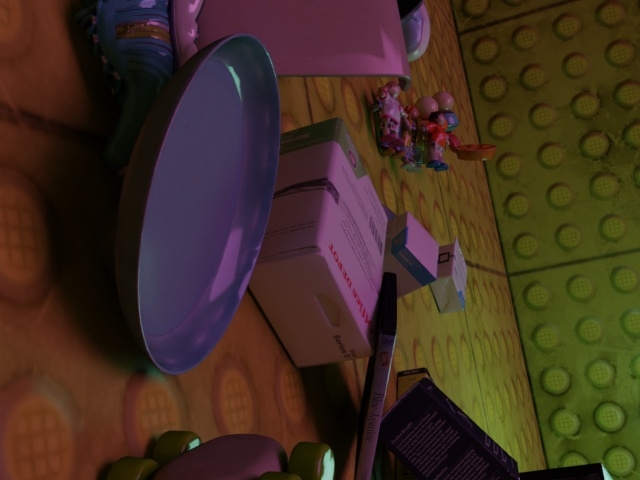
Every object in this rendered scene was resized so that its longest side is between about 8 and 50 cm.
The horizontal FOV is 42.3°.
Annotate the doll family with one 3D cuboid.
[{"bbox_3d":[0.171,-0.249,1.787,0.263,0.118,0.163,22,62,-45],"label":"doll family"}]

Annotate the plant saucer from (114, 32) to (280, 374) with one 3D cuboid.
[{"bbox_3d":[-0.110,-0.035,0.767,0.317,0.044,0.317,12,90,-78],"label":"plant saucer"}]

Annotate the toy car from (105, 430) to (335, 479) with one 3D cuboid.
[{"bbox_3d":[-0.077,0.266,0.687,0.149,0.155,0.188,-13,102,-71],"label":"toy car"}]

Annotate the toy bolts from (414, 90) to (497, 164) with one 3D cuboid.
[{"bbox_3d":[0.328,-0.291,2.077,0.228,0.219,0.158,-62,149,-72],"label":"toy bolts"}]

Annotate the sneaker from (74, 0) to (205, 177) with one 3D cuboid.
[{"bbox_3d":[-0.181,-0.187,0.782,0.110,0.107,0.275,18,62,-34],"label":"sneaker"}]

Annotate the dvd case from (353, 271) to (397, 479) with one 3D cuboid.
[{"bbox_3d":[0.076,0.191,1.135,0.180,0.022,0.252,-76,174,-68],"label":"dvd case"}]

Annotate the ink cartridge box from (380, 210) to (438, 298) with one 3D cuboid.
[{"bbox_3d":[0.111,0.037,1.368,0.090,0.143,0.092,46,32,-26],"label":"ink cartridge box"}]

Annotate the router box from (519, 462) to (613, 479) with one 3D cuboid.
[{"bbox_3d":[0.433,0.524,1.679,0.243,0.309,0.080,42,39,-57],"label":"router box"}]

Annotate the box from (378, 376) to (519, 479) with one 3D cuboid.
[{"bbox_3d":[0.196,0.321,1.280,0.207,0.108,0.153,43,4,14],"label":"box"}]

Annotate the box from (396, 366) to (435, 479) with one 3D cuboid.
[{"bbox_3d":[0.172,0.342,1.447,0.232,0.058,0.087,-85,154,-43],"label":"box"}]

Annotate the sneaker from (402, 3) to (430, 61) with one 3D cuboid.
[{"bbox_3d":[0.133,-0.576,1.850,0.150,0.135,0.365,6,64,-62],"label":"sneaker"}]

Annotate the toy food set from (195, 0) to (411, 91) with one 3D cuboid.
[{"bbox_3d":[-0.042,-0.281,0.980,0.092,0.306,0.219,153,-70,-64],"label":"toy food set"}]

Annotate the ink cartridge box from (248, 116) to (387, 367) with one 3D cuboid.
[{"bbox_3d":[0.000,0.000,1.097,0.272,0.115,0.198,-79,150,-48],"label":"ink cartridge box"}]

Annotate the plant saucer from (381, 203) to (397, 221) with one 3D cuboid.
[{"bbox_3d":[0.142,0.012,1.607,0.195,0.038,0.194,-13,90,-72],"label":"plant saucer"}]

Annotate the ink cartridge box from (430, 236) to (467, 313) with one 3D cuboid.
[{"bbox_3d":[0.308,0.081,1.988,0.180,0.060,0.104,-70,142,-57],"label":"ink cartridge box"}]

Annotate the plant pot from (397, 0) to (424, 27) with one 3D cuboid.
[{"bbox_3d":[0.006,-0.375,1.175,0.196,0.293,0.292,115,-33,-76],"label":"plant pot"}]
